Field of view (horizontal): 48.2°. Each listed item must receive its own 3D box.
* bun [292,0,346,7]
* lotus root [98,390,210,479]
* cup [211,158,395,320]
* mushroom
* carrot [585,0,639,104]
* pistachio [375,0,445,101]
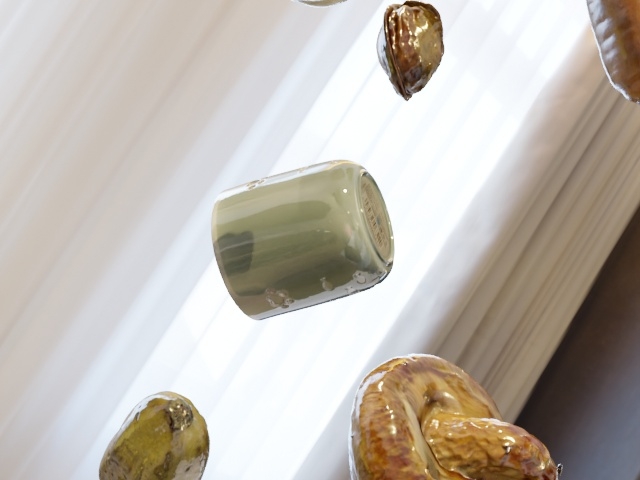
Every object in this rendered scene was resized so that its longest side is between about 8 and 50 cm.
[{"bbox_3d":[0.049,-0.528,1.259,0.175,0.263,0.263,24,-5,16],"label":"bun"},{"bbox_3d":[-0.148,0.199,0.648,0.081,0.179,0.089,-13,58,-45],"label":"lotus root"},{"bbox_3d":[0.000,0.000,1.366,0.275,0.259,0.357,-16,-13,20],"label":"cup"},{"bbox_3d":[0.163,0.293,0.922,0.283,0.195,0.263,25,33,15],"label":"mushroom"},{"bbox_3d":[0.155,-0.176,0.382,0.048,0.048,0.216,128,-53,-87],"label":"carrot"},{"bbox_3d":[0.168,-0.353,1.330,0.131,0.210,0.165,-12,-33,42],"label":"pistachio"}]
